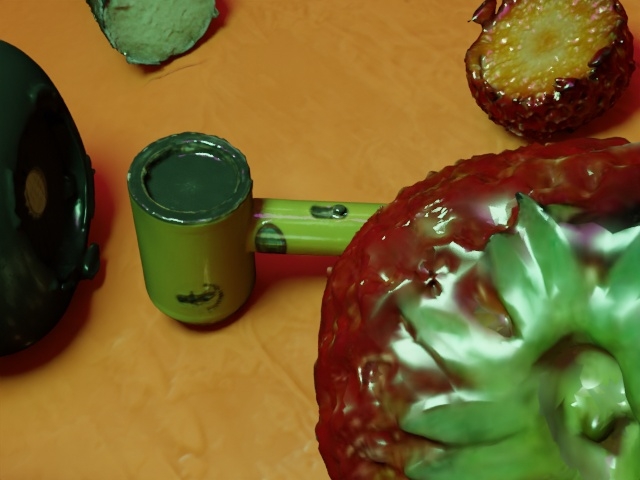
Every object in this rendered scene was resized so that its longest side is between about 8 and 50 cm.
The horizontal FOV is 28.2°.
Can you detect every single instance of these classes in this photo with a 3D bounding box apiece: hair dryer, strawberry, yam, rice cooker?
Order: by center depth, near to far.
[{"bbox_3d":[0.145,0.075,0.749,0.291,0.310,0.292,-1,85,14],"label":"strawberry"},{"bbox_3d":[0.000,0.000,0.961,0.278,0.135,0.090,2,49,2],"label":"hair dryer"},{"bbox_3d":[-0.308,-0.031,1.012,0.224,0.267,0.267,-4,49,10],"label":"rice cooker"},{"bbox_3d":[0.185,-0.141,1.015,0.145,0.086,0.145,-12,45,12],"label":"strawberry"},{"bbox_3d":[-0.196,-0.296,1.288,0.131,0.131,0.280,-28,45,-3],"label":"yam"}]
